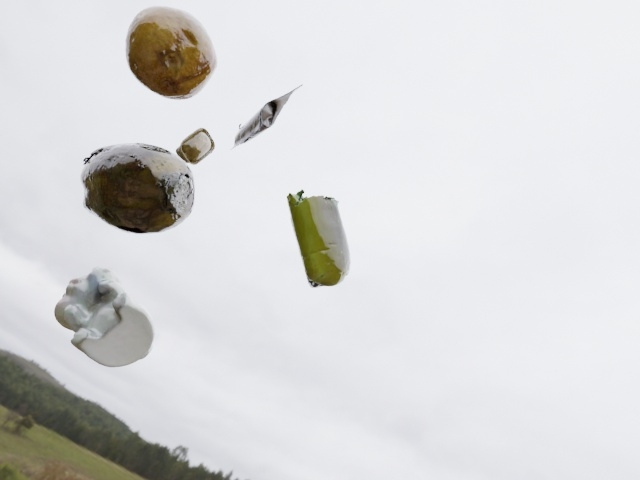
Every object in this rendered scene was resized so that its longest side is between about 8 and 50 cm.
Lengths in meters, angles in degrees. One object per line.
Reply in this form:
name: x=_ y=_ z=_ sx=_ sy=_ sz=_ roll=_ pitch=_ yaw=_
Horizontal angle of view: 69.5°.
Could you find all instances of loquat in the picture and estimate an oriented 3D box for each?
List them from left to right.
loquat: x=-0.453 y=-0.583 z=1.420 sx=0.275 sy=0.284 sz=0.276 roll=-1 pitch=-51 yaw=-1

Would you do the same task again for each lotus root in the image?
lotus root: x=-0.408 y=-0.113 z=1.009 sx=0.397 sy=0.179 sz=0.196 roll=10 pitch=-58 yaw=41

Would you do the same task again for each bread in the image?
bread: x=0.000 y=0.000 z=1.799 sx=0.208 sy=0.377 sz=0.251 roll=-12 pitch=-13 yaw=1

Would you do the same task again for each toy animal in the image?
toy animal: x=-0.622 y=0.203 z=1.321 sx=0.367 sy=0.196 sz=0.241 roll=33 pitch=-25 yaw=33

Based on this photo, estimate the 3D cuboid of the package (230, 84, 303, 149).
package: x=-0.180 y=-0.403 z=1.492 sx=0.062 sy=0.251 sz=0.203 roll=47 pitch=-30 yaw=-19

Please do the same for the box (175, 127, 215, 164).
box: x=-0.504 y=-0.378 z=1.868 sx=0.111 sy=0.177 sz=0.111 roll=18 pitch=-44 yaw=18
